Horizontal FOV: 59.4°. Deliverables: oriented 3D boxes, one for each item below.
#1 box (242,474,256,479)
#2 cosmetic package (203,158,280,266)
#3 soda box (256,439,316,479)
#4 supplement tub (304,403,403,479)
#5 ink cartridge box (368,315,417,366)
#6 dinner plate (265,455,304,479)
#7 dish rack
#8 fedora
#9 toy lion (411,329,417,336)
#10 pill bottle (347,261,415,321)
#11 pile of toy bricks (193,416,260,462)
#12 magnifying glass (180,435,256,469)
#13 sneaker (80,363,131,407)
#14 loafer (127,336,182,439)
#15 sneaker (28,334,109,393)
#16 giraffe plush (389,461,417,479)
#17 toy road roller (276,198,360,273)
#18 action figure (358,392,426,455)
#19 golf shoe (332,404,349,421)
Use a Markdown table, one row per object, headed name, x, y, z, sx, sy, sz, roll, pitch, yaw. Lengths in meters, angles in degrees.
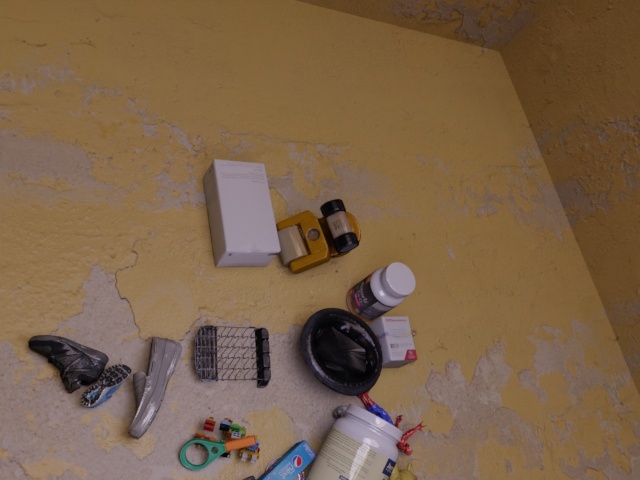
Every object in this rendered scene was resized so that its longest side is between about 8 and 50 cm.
| name | x | y | z | sx | sy | sz | roll | pitch | yaw |
| --- | --- | --- | --- | --- | --- | --- | --- | --- | --- |
| box | -0.196 | 0.835 | 1.625 | 0.231 | 0.056 | 0.183 | 56 | 26 | 3 |
| cosmetic package | -0.300 | -0.100 | 2.106 | 0.217 | 0.156 | 0.384 | 3 | 65 | -28 |
| soda box | -0.114 | 0.732 | 1.788 | 0.210 | 0.071 | 0.067 | -32 | 83 | -38 |
| supplement tub | 0.106 | 0.716 | 1.790 | 0.235 | 0.235 | 0.324 | 33 | 73 | -10 |
| ink cartridge box | 0.274 | 0.394 | 2.177 | 0.128 | 0.127 | 0.176 | 5 | 63 | -27 |
| dinner plate | -0.118 | 0.775 | 1.819 | 0.141 | 0.017 | 0.141 | 13 | 59 | -24 |
| dish rack | -0.296 | 0.387 | 1.897 | 0.272 | 0.074 | 0.208 | 7 | 60 | -25 |
| fedora | 0.055 | 0.413 | 2.026 | 0.334 | 0.152 | 0.334 | 13 | 59 | -23 |
| toy lion | 0.337 | 0.372 | 2.290 | 0.096 | 0.034 | 0.100 | 43 | 52 | 6 |
| pill bottle | 0.233 | 0.197 | 2.165 | 0.162 | 0.278 | 0.162 | 14 | 58 | -23 |
| pile of toy bricks | -0.284 | 0.610 | 1.775 | 0.212 | 0.118 | 0.105 | 18 | 18 | -8 |
| magnifying glass | -0.312 | 0.634 | 1.705 | 0.231 | 0.026 | 0.092 | -13 | 92 | -3 |
| sneaker | -0.637 | 0.435 | 1.675 | 0.063 | 0.073 | 0.162 | 41 | 61 | 17 |
| loafer | -0.525 | 0.443 | 1.717 | 0.112 | 0.112 | 0.319 | 23 | 48 | -11 |
| sneaker | -0.751 | 0.361 | 1.639 | 0.228 | 0.087 | 0.130 | 28 | 47 | -20 |
| giraffe plush | 0.256 | 0.822 | 1.924 | 0.170 | 0.210 | 0.181 | 27 | 83 | -44 |
| toy road roller | 0.000 | 0.000 | 2.225 | 0.330 | 0.240 | 0.202 | -22 | 73 | 2 |
| action figure | 0.270 | 0.645 | 2.058 | 0.139 | 0.091 | 0.280 | -30 | 81 | -25 |
| golf shoe | 0.112 | 0.666 | 1.980 | 0.086 | 0.069 | 0.176 | -5 | 69 | -38 |
